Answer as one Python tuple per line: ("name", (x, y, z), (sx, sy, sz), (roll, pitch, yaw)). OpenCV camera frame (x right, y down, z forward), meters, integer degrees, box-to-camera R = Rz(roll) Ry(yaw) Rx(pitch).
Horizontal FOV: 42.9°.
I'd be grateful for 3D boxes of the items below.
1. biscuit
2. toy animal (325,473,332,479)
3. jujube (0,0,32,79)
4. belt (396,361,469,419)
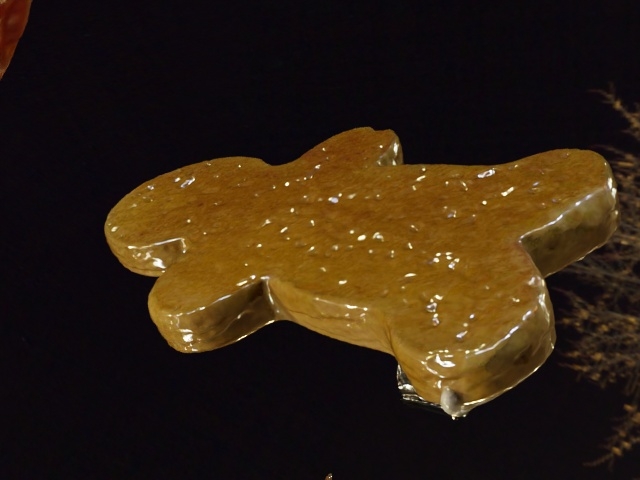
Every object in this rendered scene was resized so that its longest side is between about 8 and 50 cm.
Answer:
("biscuit", (0.000, 0.002, 0.630), (0.283, 0.432, 0.064), (-45, -52, -40))
("toy animal", (0.002, 0.538, 1.621), (0.179, 0.188, 0.089), (-6, -64, -11))
("jujube", (-0.202, -0.120, 0.278), (0.197, 0.290, 0.197), (11, -117, -22))
("belt", (0.160, 0.112, 0.983), (0.151, 0.078, 0.198), (30, -108, -59))
